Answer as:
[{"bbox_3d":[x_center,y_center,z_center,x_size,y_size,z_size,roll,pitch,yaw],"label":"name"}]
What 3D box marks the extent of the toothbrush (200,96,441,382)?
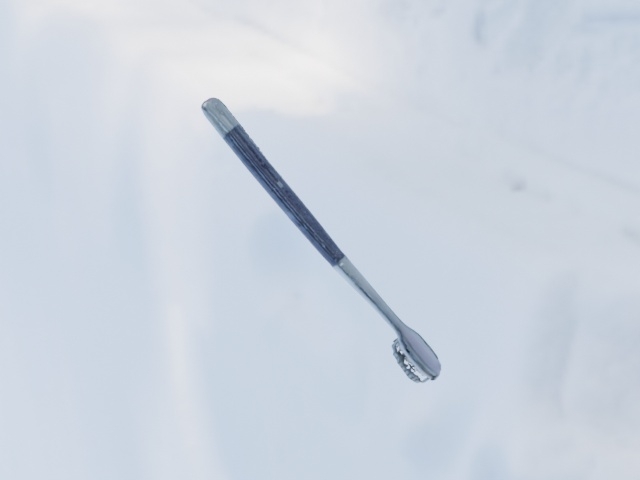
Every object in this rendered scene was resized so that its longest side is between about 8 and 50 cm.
[{"bbox_3d":[0.000,0.000,1.437,0.288,0.024,0.026,50,140,-4],"label":"toothbrush"}]
